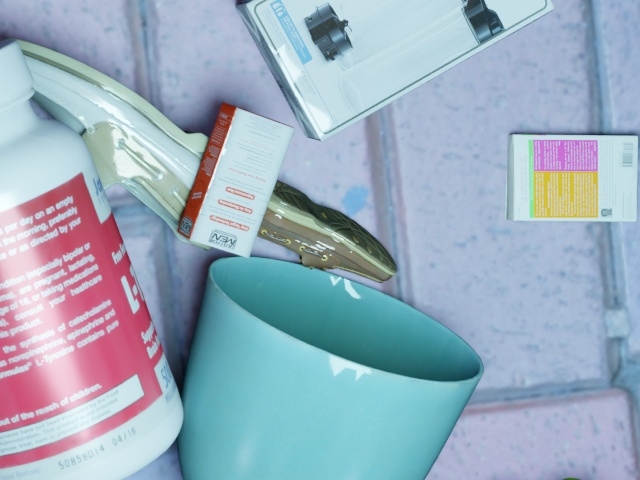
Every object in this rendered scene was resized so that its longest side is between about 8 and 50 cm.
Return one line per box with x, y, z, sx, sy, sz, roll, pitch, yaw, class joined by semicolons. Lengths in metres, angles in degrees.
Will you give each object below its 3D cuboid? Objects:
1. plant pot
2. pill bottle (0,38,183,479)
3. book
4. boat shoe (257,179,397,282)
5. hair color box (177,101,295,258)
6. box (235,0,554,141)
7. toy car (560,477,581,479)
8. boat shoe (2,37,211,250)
-0.011;0.182;1.669;0.293;0.293;0.235;17;103;-11;plant pot
-0.296;0.031;1.553;0.229;0.229;0.408;-20;105;-8;pill bottle
0.278;-0.069;1.815;0.144;0.035;0.096;1;92;-11;book
0.000;0.000;1.758;0.178;0.064;0.060;29;112;-20;boat shoe
-0.086;-0.061;1.662;0.072;0.043;0.141;19;94;-28;hair color box
0.077;-0.247;1.732;0.290;0.087;0.169;-29;100;-6;box
0.211;0.328;1.788;0.188;0.155;0.149;7;94;-1;toy car
-0.208;-0.097;1.683;0.302;0.113;0.103;30;84;-12;boat shoe
